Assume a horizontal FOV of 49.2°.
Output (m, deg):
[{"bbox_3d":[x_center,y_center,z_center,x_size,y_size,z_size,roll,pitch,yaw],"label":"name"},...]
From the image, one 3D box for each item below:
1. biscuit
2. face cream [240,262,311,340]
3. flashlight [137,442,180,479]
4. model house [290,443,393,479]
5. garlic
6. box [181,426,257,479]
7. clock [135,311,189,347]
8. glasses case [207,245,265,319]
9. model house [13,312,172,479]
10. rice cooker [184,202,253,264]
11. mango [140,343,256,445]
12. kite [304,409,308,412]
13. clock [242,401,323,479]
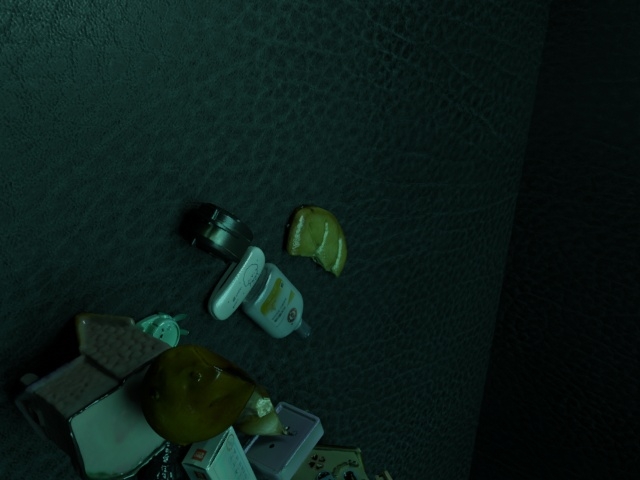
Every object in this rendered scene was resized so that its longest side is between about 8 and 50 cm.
[{"bbox_3d":[0.002,-0.004,1.901,0.299,0.045,0.154,29,79,-56],"label":"biscuit"},{"bbox_3d":[-0.104,0.179,1.802,0.144,0.071,0.291,-59,145,-19],"label":"face cream"},{"bbox_3d":[-0.343,0.433,1.559,0.093,0.093,0.232,15,88,-57],"label":"flashlight"},{"bbox_3d":[0.032,0.728,2.107,0.326,0.244,0.169,-24,127,-8],"label":"model house"},{"bbox_3d":[-0.162,0.438,1.804,0.207,0.128,0.115,62,12,-54],"label":"garlic"},{"bbox_3d":[-0.246,0.578,1.744,0.135,0.079,0.269,-61,148,-42],"label":"box"},{"bbox_3d":[-0.341,0.203,1.494,0.135,0.041,0.101,-32,129,-45],"label":"clock"},{"bbox_3d":[-0.197,0.099,1.650,0.197,0.049,0.076,-56,142,-24],"label":"glasses case"},{"bbox_3d":[-0.403,0.282,1.271,0.237,0.237,0.202,-36,133,-36],"label":"model house"},{"bbox_3d":[-0.219,-0.014,1.514,0.165,0.112,0.106,29,86,-56],"label":"rice cooker"},{"bbox_3d":[-0.213,0.269,1.201,0.166,0.136,0.236,-52,146,-1],"label":"mango"},{"bbox_3d":[-0.073,0.544,2.069,0.122,0.004,0.090,-51,140,-29],"label":"kite"},{"bbox_3d":[-0.105,0.548,1.895,0.197,0.150,0.063,-48,136,-33],"label":"clock"}]
